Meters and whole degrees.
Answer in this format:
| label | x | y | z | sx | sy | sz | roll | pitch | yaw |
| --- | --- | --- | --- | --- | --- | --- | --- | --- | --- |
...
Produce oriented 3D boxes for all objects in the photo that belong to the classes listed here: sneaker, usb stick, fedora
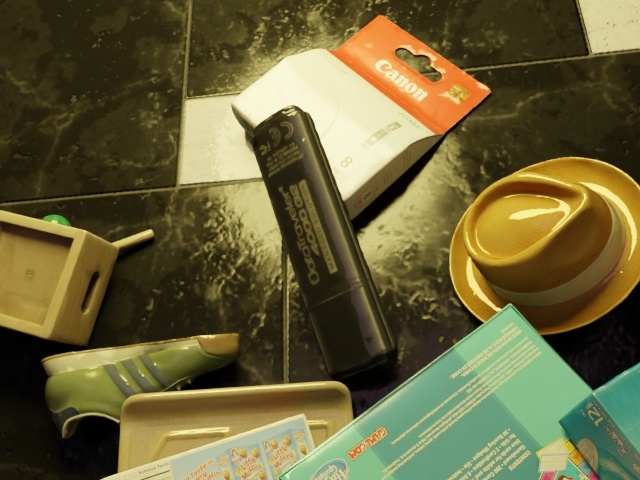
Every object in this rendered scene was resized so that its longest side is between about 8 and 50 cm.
| label | x | y | z | sx | sy | sz | roll | pitch | yaw |
| --- | --- | --- | --- | --- | --- | --- | --- | --- | --- |
| sneaker | -0.169 | 0.143 | 0.653 | 0.192 | 0.064 | 0.086 | -8 | 79 | -1 |
| usb stick | 0.000 | 0.000 | 0.667 | 0.077 | 0.045 | 0.278 | -28 | 74 | 27 |
| fedora | 0.196 | -0.008 | 0.620 | 0.194 | 0.079 | 0.194 | -18 | 58 | 31 |

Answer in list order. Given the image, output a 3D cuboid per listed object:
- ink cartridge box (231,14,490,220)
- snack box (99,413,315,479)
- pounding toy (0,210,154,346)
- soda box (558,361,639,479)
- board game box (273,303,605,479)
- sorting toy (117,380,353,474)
| label | x | y | z | sx | sy | sz | roll | pitch | yaw |
| --- | --- | --- | --- | --- | --- | --- | --- | --- | --- |
| ink cartridge box | 0.046 | -0.161 | 0.765 | 0.232 | 0.066 | 0.189 | -44 | 66 | -8 |
| snack box | -0.089 | 0.204 | 0.567 | 0.178 | 0.022 | 0.064 | -16 | 71 | -9 |
| pounding toy | -0.270 | 0.031 | 0.708 | 0.130 | 0.100 | 0.141 | 12 | 78 | 14 |
| soda box | 0.266 | 0.189 | 0.465 | 0.071 | 0.067 | 0.210 | -23 | 62 | -20 |
| board game box | 0.162 | 0.248 | 0.503 | 0.254 | 0.079 | 0.336 | -30 | 65 | -23 |
| sorting toy | -0.116 | 0.248 | 0.584 | 0.307 | 0.041 | 0.229 | -3 | 68 | -4 |
